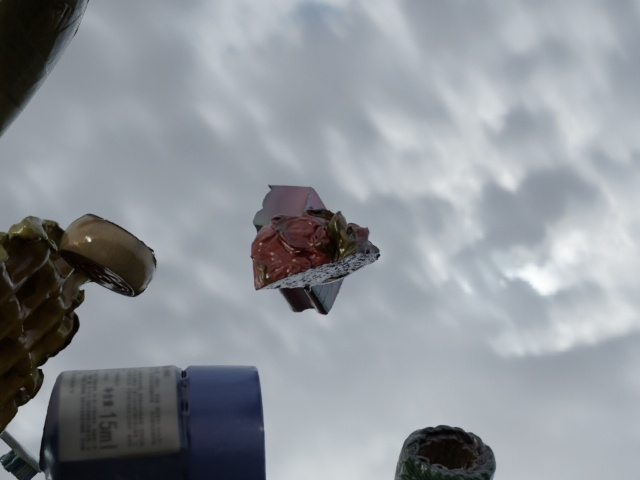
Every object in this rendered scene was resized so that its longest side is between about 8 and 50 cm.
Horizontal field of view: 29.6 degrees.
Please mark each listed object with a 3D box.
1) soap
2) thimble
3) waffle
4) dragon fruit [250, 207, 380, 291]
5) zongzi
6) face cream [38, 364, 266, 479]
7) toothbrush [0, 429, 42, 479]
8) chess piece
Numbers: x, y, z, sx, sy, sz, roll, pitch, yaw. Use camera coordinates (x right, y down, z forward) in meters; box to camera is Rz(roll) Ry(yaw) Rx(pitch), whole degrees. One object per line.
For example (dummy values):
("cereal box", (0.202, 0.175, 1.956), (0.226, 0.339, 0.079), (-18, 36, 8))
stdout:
("soap", (-0.023, 0.006, 1.418), (0.056, 0.100, 0.149), (3, -36, 29))
("thimble", (0.175, 0.324, 1.702), (0.135, 0.118, 0.090), (14, -56, 4))
("waffle", (-0.319, 0.116, 1.039), (0.068, 0.302, 0.325), (35, -76, 15))
("dragon fruit", (0.000, 0.000, 1.239), (0.106, 0.083, 0.162), (-22, -14, 25))
("zongzi", (-0.394, -0.271, 1.604), (0.145, 0.300, 0.274), (21, -38, -23))
("face cream", (-0.175, 0.258, 1.300), (0.225, 0.249, 0.249), (0, -40, -5))
("toothbrush", (-0.425, 0.168, 1.350), (0.040, 0.040, 0.386), (-12, -43, 20))
("chess piece", (-0.176, 0.013, 1.005), (0.083, 0.038, 0.084), (24, -21, 10))
